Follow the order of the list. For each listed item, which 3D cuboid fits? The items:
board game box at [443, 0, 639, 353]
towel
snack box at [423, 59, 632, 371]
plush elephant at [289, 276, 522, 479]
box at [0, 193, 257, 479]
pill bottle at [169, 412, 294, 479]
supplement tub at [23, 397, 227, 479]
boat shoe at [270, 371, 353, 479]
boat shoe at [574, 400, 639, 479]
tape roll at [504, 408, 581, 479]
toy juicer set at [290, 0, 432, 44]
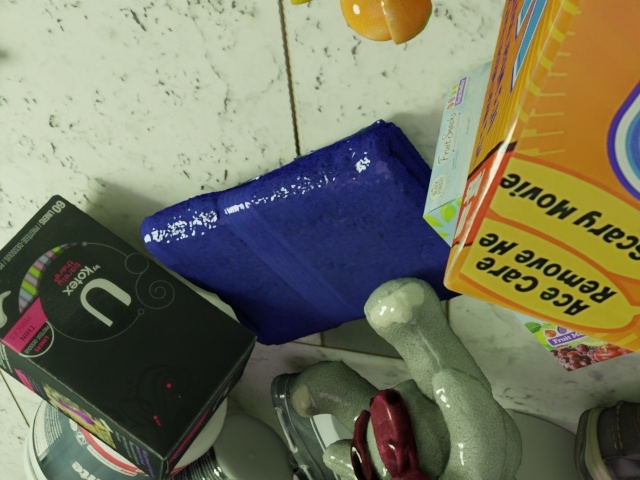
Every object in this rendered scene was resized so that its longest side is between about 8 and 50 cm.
[{"bbox_3d":[0.295,-0.158,0.409,0.356,0.356,0.356,18,130,2],"label":"board game box"},{"bbox_3d":[0.000,0.000,0.973,0.308,0.076,0.227,-17,135,34],"label":"towel"},{"bbox_3d":[0.180,-0.024,0.793,0.070,0.174,0.207,-25,122,35],"label":"snack box"},{"bbox_3d":[0.072,0.257,0.939,0.330,0.255,0.272,46,141,-2],"label":"plush elephant"},{"bbox_3d":[-0.227,0.107,1.033,0.270,0.165,0.143,34,154,4],"label":"box"},{"bbox_3d":[-0.153,0.351,1.288,0.130,0.130,0.245,33,120,-15],"label":"pill bottle"},{"bbox_3d":[-0.255,0.233,1.222,0.191,0.191,0.272,32,137,-14],"label":"supplement tub"},{"bbox_3d":[0.012,0.281,1.241,0.102,0.108,0.301,-2,132,23],"label":"boat shoe"},{"bbox_3d":[0.440,0.300,1.081,0.355,0.132,0.130,36,136,-20],"label":"boat shoe"},{"bbox_3d":[0.218,0.346,1.186,0.246,0.169,0.246,11,139,9],"label":"tape roll"},{"bbox_3d":[-0.018,-0.276,0.674,0.329,0.089,0.209,42,152,6],"label":"toy juicer set"}]
